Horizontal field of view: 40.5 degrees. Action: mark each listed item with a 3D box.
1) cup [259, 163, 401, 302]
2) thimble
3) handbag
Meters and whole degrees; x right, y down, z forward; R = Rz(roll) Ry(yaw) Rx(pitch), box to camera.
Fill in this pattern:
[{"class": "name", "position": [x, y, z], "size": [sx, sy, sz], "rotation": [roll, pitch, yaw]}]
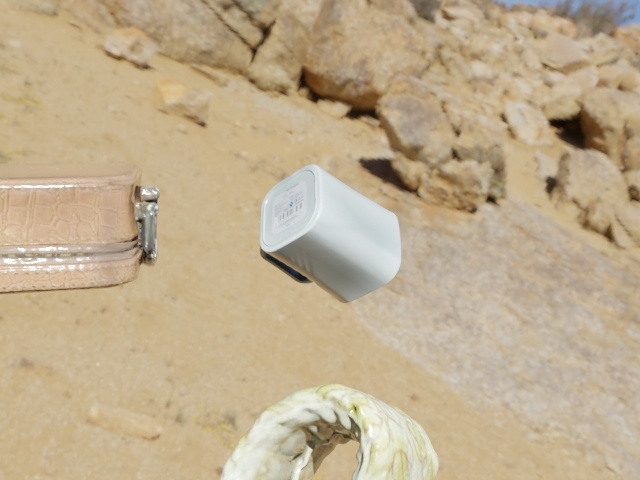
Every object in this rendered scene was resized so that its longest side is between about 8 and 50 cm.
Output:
[{"class": "cup", "position": [0.000, 0.000, 0.913], "size": [0.129, 0.128, 0.095], "rotation": [33, 43, -36]}, {"class": "thimble", "position": [0.002, 0.217, 0.768], "size": [0.137, 0.190, 0.143], "rotation": [53, 8, 28]}, {"class": "handbag", "position": [-0.185, -0.015, 0.590], "size": [0.151, 0.072, 0.193], "rotation": [-2, 7, -12]}]
